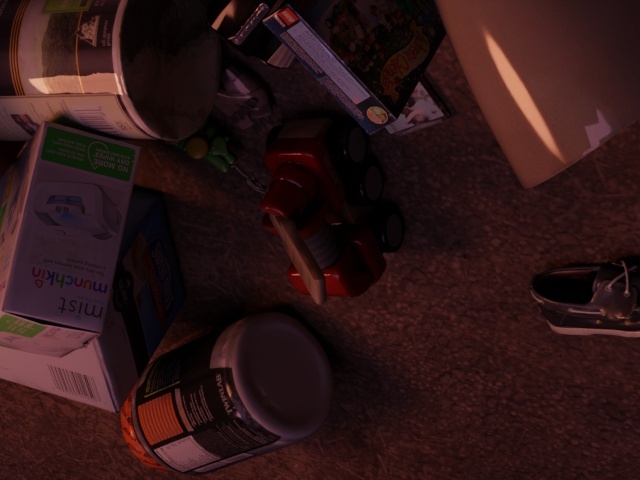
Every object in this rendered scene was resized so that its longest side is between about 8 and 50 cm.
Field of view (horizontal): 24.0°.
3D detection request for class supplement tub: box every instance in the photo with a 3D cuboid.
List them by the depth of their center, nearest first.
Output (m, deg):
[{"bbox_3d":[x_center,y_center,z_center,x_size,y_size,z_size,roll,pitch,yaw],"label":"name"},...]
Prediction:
[{"bbox_3d":[-0.145,0.232,2.196,0.193,0.193,0.316,45,139,-18],"label":"supplement tub"}]

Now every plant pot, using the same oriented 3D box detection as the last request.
[{"bbox_3d":[0.219,-0.236,1.453,0.274,0.256,0.256,53,138,-3],"label":"plant pot"}]

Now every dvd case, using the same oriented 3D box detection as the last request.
[{"bbox_3d":[0.086,-0.177,1.753,0.087,0.013,0.119,-15,124,41],"label":"dvd case"}]

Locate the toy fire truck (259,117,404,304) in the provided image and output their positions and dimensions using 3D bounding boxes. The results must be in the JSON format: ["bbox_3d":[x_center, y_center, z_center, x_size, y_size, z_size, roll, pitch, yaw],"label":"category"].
[{"bbox_3d":[0.000,0.000,1.811,0.158,0.246,0.217,1,133,31],"label":"toy fire truck"}]

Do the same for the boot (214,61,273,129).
[{"bbox_3d":[-0.118,-0.174,1.862,0.118,0.042,0.087,-12,128,40],"label":"boot"}]

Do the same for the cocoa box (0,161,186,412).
[{"bbox_3d":[-0.403,0.051,2.130,0.347,0.228,0.231,13,140,19],"label":"cocoa box"}]

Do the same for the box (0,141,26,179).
[{"bbox_3d":[-0.513,-0.134,1.863,0.168,0.345,0.215,-26,112,18],"label":"box"}]

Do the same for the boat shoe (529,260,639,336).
[{"bbox_3d":[0.358,0.063,1.789,0.233,0.084,0.079,-6,130,40],"label":"boat shoe"}]

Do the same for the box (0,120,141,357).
[{"bbox_3d":[-0.319,0.009,1.812,0.127,0.231,0.262,15,166,-17],"label":"box"}]

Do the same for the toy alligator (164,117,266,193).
[{"bbox_3d":[-0.141,-0.127,1.921,0.190,0.056,0.051,29,101,1],"label":"toy alligator"}]

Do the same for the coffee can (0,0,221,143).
[{"bbox_3d":[-0.285,-0.217,1.790,0.275,0.201,0.201,2,133,30],"label":"coffee can"}]

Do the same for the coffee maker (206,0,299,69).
[{"bbox_3d":[-0.045,-0.297,1.643,0.171,0.120,0.178,56,139,5],"label":"coffee maker"}]

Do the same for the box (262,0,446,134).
[{"bbox_3d":[0.054,-0.241,1.527,0.159,0.233,0.044,45,139,-18],"label":"box"}]
